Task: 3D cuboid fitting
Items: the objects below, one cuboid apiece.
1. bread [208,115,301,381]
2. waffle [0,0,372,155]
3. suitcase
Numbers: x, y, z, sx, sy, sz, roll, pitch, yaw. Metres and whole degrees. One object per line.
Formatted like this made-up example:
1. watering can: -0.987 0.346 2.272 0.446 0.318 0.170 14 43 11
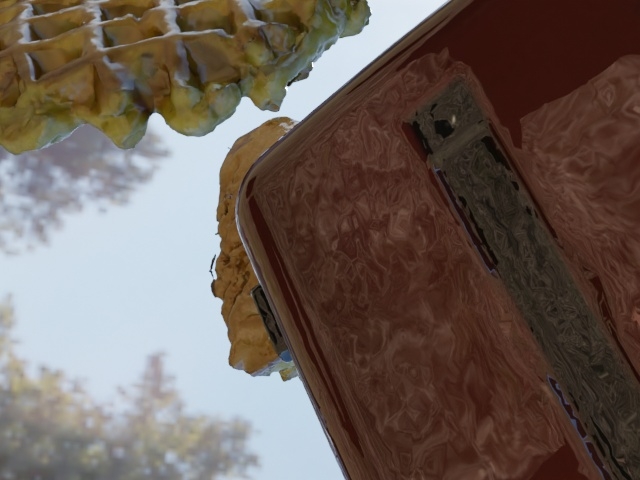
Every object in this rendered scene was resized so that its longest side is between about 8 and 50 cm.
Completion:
1. bread: 0.000 0.000 1.317 0.139 0.143 0.229 -22 -118 36
2. waffle: -0.119 -0.152 1.090 0.302 0.325 0.068 11 -56 35
3. suitcase: 0.120 0.044 0.571 0.236 0.161 0.297 -38 -124 18
